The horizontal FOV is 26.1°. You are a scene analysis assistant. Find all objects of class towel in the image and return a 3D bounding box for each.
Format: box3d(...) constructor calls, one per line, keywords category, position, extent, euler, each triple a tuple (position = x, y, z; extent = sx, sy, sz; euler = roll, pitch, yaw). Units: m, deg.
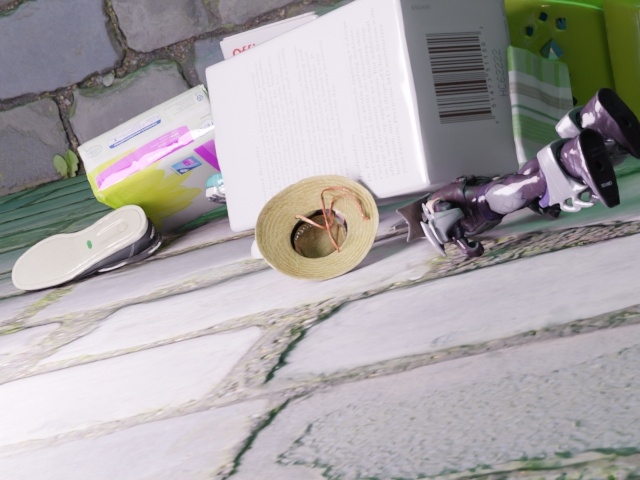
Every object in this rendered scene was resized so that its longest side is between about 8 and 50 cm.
box3d(category="towel", position=(0.254, -0.137, 1.552), extent=(0.023, 0.152, 0.113), euler=(-15, -17, 41))

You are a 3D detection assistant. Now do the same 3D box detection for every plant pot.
box3d(category="plant pot", position=(0.384, -0.231, 1.777), extent=(0.228, 0.227, 0.207), euler=(-23, 18, -37))

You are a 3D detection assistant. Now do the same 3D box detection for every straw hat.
box3d(category="straw hat", position=(0.000, 0.000, 1.557), extent=(0.145, 0.144, 0.061), euler=(-18, -32, -7))

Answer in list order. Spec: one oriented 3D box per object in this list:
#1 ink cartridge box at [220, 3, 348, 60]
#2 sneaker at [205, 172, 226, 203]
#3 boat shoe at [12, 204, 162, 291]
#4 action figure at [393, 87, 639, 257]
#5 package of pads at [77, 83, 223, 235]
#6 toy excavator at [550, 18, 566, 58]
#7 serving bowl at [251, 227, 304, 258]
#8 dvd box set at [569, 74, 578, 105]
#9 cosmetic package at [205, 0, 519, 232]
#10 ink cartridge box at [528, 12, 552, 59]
box3d(category="ink cartridge box", position=(-0.020, -0.227, 2.263), extent=(0.201, 0.278, 0.117), euler=(-10, 12, 35))
box3d(category="sneaker", position=(-0.074, -0.123, 2.054), extent=(0.107, 0.110, 0.275), euler=(-10, 12, 44))
box3d(category="boat shoe", position=(-0.349, 0.026, 2.064), extent=(0.233, 0.084, 0.079), euler=(-22, -30, 10))
box3d(category="action figure", position=(0.194, -0.046, 1.400), extent=(0.185, 0.099, 0.285), euler=(-33, 3, -39))
box3d(category="package of pads", position=(-0.217, -0.113, 2.123), extent=(0.229, 0.101, 0.296), euler=(-27, -17, 9))
box3d(category="toy excavator", position=(0.440, -0.400, 2.344), extent=(0.222, 0.445, 0.433), euler=(-17, 50, -9))
box3d(category="serving bowl", position=(-0.052, -0.002, 1.780), extent=(0.083, 0.027, 0.083), euler=(-17, 10, 3))
box3d(category="dvd box set", position=(0.414, -0.253, 2.304), extent=(0.308, 0.062, 0.420), euler=(-20, 9, -13))
box3d(category="cosmetic package", position=(0.043, -0.152, 1.702), extent=(0.162, 0.230, 0.453), euler=(-9, -1, -33))
box3d(category="ink cartridge box", position=(0.226, -0.304, 2.019), extent=(0.129, 0.223, 0.307), euler=(-21, -32, -13))
